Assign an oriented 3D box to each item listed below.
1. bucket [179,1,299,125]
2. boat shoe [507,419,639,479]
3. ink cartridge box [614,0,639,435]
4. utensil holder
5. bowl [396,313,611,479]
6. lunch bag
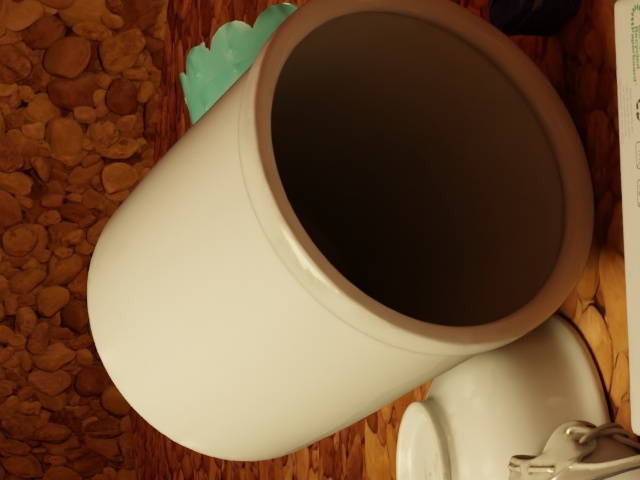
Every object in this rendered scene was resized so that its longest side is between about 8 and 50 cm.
[{"bbox_3d":[-0.012,-0.119,2.028,0.281,0.281,0.183,117,145,-61],"label":"bucket"},{"bbox_3d":[0.208,0.180,1.414,0.267,0.096,0.088,129,140,-71],"label":"boat shoe"},{"bbox_3d":[0.294,-0.018,1.209,0.330,0.071,0.324,-179,87,-73],"label":"ink cartridge box"},{"bbox_3d":[0.000,0.000,1.654,0.385,0.327,0.328,-36,54,53],"label":"utensil holder"},{"bbox_3d":[0.150,0.214,1.662,0.298,0.134,0.298,178,90,-76],"label":"bowl"},{"bbox_3d":[0.184,-0.221,1.629,0.098,0.065,0.067,131,136,-70],"label":"lunch bag"}]
